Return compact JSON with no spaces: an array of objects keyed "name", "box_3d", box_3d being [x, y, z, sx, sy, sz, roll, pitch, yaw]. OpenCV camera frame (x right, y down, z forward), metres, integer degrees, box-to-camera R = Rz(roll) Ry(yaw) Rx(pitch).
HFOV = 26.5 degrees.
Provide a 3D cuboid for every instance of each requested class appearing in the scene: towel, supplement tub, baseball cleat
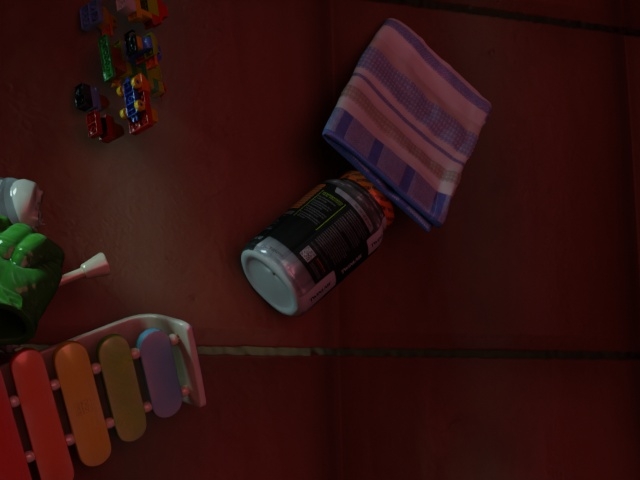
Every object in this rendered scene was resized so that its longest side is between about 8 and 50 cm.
[{"name":"towel","box_3d":[0.124,-0.163,1.830,0.209,0.034,0.285,41,44,-13]},{"name":"supplement tub","box_3d":[0.000,0.000,1.755,0.190,0.117,0.117,-40,99,-24]},{"name":"baseball cleat","box_3d":[-0.385,0.027,1.605,0.109,0.072,0.206,7,82,-1]}]

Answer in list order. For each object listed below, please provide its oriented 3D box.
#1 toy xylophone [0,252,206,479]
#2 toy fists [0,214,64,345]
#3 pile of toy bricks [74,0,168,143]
[{"name":"toy xylophone","box_3d":[-0.298,0.161,1.572,0.322,0.081,0.236,-29,118,-23]},{"name":"toy fists","box_3d":[-0.425,0.032,1.504,0.279,0.096,0.142,0,44,6]},{"name":"pile of toy bricks","box_3d":[-0.232,-0.212,1.702,0.105,0.118,0.212,19,54,-50]}]
